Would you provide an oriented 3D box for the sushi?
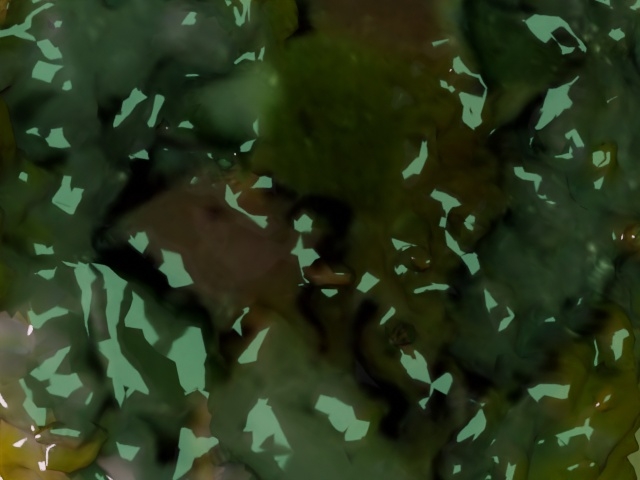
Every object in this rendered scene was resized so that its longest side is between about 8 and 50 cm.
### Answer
[{"bbox_3d":[0.000,0.000,0.739,0.351,0.240,0.396,38,61,-8],"label":"sushi"}]
